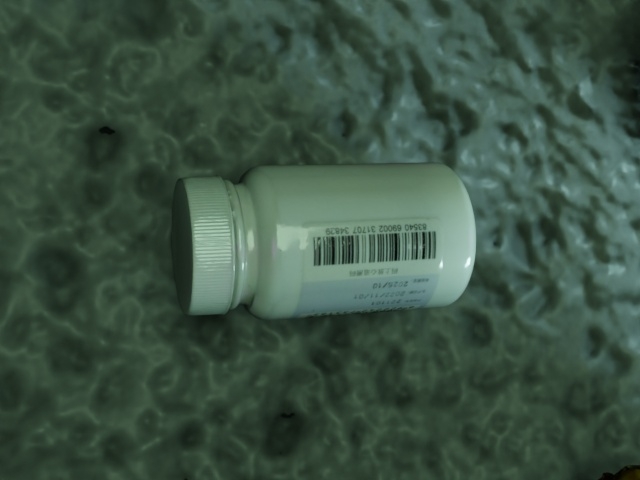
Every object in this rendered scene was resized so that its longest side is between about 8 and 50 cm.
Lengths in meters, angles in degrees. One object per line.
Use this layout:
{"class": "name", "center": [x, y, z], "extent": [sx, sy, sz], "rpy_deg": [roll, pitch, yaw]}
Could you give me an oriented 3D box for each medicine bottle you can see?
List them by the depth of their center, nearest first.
{"class": "medicine bottle", "center": [0.000, 0.000, 0.579], "extent": [0.187, 0.103, 0.102], "rpy_deg": [-3, 83, -18]}

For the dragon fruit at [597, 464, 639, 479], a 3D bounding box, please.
{"class": "dragon fruit", "center": [0.152, 0.231, 0.588], "extent": [0.246, 0.125, 0.125], "rpy_deg": [-36, 91, -25]}
